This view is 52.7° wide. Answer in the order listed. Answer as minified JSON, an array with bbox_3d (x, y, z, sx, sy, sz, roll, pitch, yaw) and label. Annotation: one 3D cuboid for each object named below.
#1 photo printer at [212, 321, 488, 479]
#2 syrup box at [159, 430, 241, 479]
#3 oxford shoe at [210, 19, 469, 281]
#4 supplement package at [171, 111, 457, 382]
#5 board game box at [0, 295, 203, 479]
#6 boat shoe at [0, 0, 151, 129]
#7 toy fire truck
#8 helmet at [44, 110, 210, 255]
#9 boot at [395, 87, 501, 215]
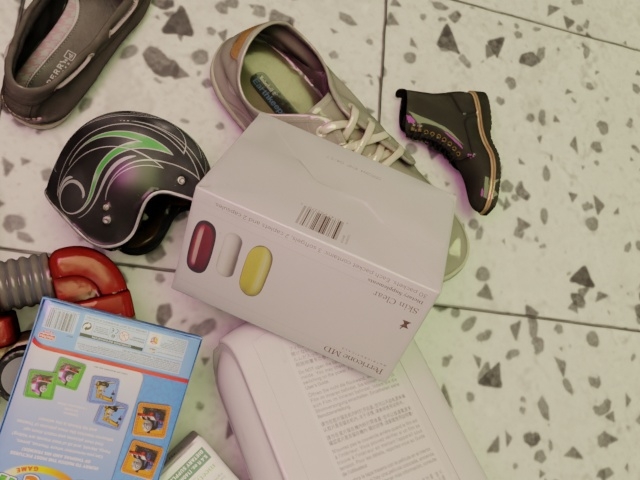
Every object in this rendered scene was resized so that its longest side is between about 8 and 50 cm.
[{"bbox_3d":[0.027,0.210,0.747,0.256,0.107,0.307,-10,61,-32],"label":"photo printer"},{"bbox_3d":[-0.097,0.336,0.732,0.093,0.096,0.237,-42,91,-20],"label":"syrup box"},{"bbox_3d":[0.033,-0.111,0.859,0.449,0.130,0.169,46,67,-5],"label":"oxford shoe"},{"bbox_3d":[0.000,0.000,0.742,0.262,0.145,0.204,23,36,2],"label":"supplement package"},{"bbox_3d":[-0.225,0.177,0.639,0.160,0.039,0.211,18,82,-18],"label":"board game box"},{"bbox_3d":[-0.291,-0.293,0.811,0.112,0.095,0.335,25,72,-11],"label":"boat shoe"},{"bbox_3d":[-0.330,0.038,0.704,0.217,0.158,0.246,-13,97,-19],"label":"toy fire truck"},{"bbox_3d":[-0.214,-0.070,0.752,0.169,0.169,0.161,44,86,-4],"label":"helmet"},{"bbox_3d":[0.181,-0.131,0.946,0.137,0.077,0.197,2,64,-13],"label":"boot"}]
